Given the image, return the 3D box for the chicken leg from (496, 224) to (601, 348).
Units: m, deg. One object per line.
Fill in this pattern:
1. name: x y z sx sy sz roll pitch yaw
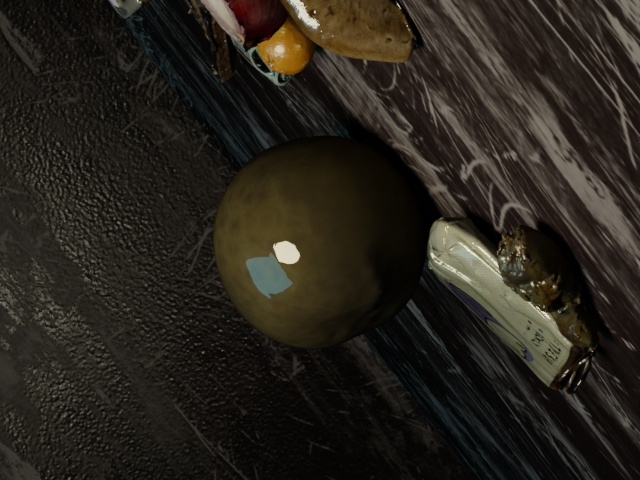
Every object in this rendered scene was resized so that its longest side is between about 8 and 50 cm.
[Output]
1. chicken leg: 0.254 0.052 1.584 0.085 0.069 0.198 6 146 47

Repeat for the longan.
1. longan: 0.000 0.000 1.990 0.319 0.319 0.319 51 173 8

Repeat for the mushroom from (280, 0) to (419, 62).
1. mushroom: 0.007 -0.257 1.479 0.210 0.094 0.072 55 177 9

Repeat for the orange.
1. orange: -0.046 -0.257 1.893 0.083 0.070 0.083 46 171 10

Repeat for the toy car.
1. toy car: -0.092 -0.289 2.103 0.095 0.056 0.205 47 171 25

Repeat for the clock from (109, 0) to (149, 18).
1. clock: -0.246 -0.429 1.833 0.253 0.186 0.083 57 169 -32

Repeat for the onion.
1. onion: -0.132 -0.361 1.695 0.283 0.120 0.227 49 176 -6

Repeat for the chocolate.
1. chocolate: -0.167 -0.348 2.277 0.329 0.065 0.102 81 164 -74

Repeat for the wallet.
1. wallet: 0.235 0.088 1.840 0.275 0.068 0.335 48 174 12
